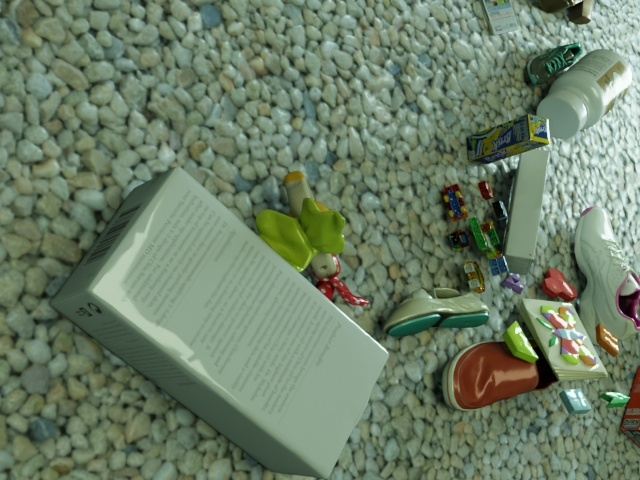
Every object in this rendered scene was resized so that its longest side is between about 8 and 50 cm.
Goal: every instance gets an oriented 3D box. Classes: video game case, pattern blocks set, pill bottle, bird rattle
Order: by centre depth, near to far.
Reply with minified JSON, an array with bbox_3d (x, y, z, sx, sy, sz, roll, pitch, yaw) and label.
[{"bbox_3d":[0.000,0.000,1.404,0.253,0.143,0.207,52,20,-51],"label":"bird rattle"},{"bbox_3d":[0.474,0.190,1.688,0.285,0.026,0.325,-6,53,-36],"label":"pattern blocks set"},{"bbox_3d":[0.383,-0.510,1.879,0.087,0.011,0.122,-21,93,-36],"label":"video game case"},{"bbox_3d":[0.578,-0.319,1.904,0.229,0.131,0.131,-39,103,-34],"label":"pill bottle"}]

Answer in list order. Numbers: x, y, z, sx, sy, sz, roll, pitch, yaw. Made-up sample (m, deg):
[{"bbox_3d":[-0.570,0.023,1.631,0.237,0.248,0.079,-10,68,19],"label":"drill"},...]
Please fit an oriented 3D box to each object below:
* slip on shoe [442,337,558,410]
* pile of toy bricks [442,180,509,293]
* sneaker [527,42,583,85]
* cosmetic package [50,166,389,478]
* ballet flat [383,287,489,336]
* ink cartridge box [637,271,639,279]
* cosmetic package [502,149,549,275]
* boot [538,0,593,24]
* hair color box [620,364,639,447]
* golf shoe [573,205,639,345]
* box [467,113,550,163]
[{"bbox_3d":[0.362,0.248,1.652,0.331,0.101,0.123,-6,85,-35],"label":"slip on shoe"},{"bbox_3d":[0.317,-0.011,1.683,0.105,0.118,0.212,13,60,-67],"label":"pile of toy bricks"},{"bbox_3d":[0.521,-0.398,1.914,0.166,0.076,0.065,-40,103,-34],"label":"sneaker"},{"bbox_3d":[-0.135,0.132,1.279,0.453,0.161,0.230,43,59,-21],"label":"cosmetic package"},{"bbox_3d":[0.204,0.126,1.586,0.248,0.086,0.086,1,80,-37],"label":"ballet flat"},{"bbox_3d":[0.871,0.187,2.015,0.211,0.121,0.289,-16,90,-37],"label":"ink cartridge box"},{"bbox_3d":[0.412,-0.059,1.747,0.060,0.099,0.239,11,69,8],"label":"cosmetic package"},{"bbox_3d":[0.560,-0.597,1.989,0.197,0.073,0.153,14,73,-46],"label":"boot"},{"bbox_3d":[0.732,0.370,1.921,0.093,0.053,0.167,42,58,-23],"label":"hair color box"},{"bbox_3d":[0.629,0.069,1.857,0.115,0.140,0.306,6,76,-33],"label":"golf shoe"},{"bbox_3d":[0.368,-0.198,1.704,0.059,0.169,0.054,5,78,-34],"label":"box"}]
